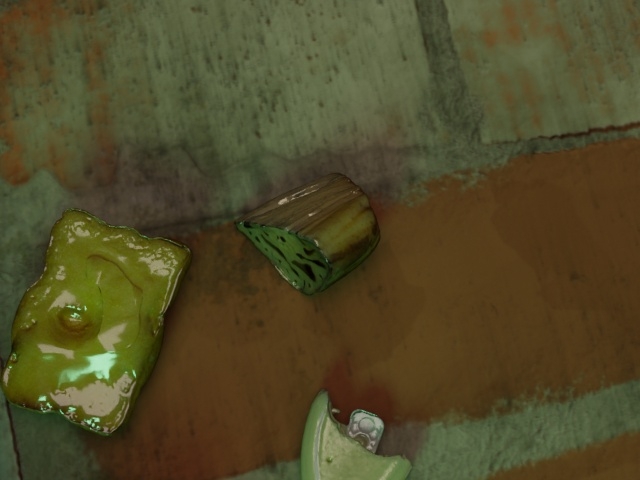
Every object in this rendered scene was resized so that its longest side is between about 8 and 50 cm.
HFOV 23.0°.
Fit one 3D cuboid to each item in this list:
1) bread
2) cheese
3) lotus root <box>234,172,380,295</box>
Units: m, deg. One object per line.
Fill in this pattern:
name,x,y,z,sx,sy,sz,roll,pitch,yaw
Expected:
bread,-0.249,0.093,1.740,0.161,0.088,0.233,19,74,10
cheese,0.014,0.287,1.695,0.127,0.050,0.235,21,70,5
lotus root,0.002,-0.004,1.783,0.135,0.095,0.159,-31,34,-17
